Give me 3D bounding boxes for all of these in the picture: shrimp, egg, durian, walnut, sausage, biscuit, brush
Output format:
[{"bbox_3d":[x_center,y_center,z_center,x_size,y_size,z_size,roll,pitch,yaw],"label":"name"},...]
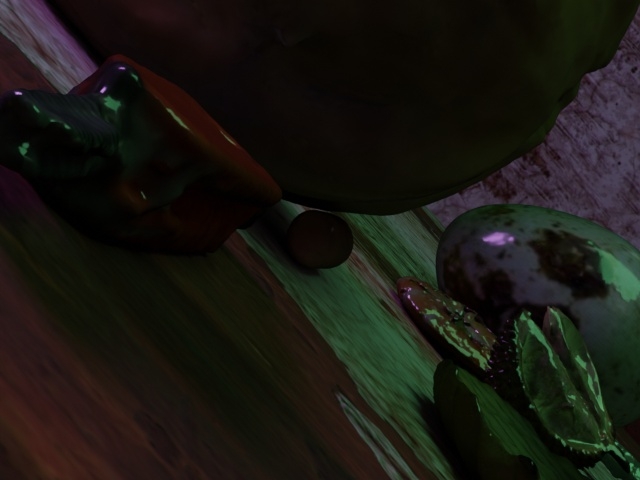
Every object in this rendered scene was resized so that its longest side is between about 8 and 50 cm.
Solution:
[{"bbox_3d":[0.123,0.094,1.246,0.184,0.043,0.091,44,11,17],"label":"shrimp"},{"bbox_3d":[0.195,0.060,1.348,0.231,0.169,0.169,39,7,-5],"label":"egg"},{"bbox_3d":[0.166,0.120,1.170,0.140,0.071,0.110,53,45,2],"label":"durian"},{"bbox_3d":[0.007,-0.196,0.956,0.383,0.383,0.383,48,6,-6],"label":"walnut"},{"bbox_3d":[0.000,0.000,0.949,0.034,0.034,0.083,49,5,7],"label":"sausage"},{"bbox_3d":[0.126,0.144,0.923,0.187,0.036,0.273,50,6,4],"label":"biscuit"},{"bbox_3d":[-0.061,-0.033,0.613,0.070,0.051,0.323,51,6,3],"label":"brush"}]

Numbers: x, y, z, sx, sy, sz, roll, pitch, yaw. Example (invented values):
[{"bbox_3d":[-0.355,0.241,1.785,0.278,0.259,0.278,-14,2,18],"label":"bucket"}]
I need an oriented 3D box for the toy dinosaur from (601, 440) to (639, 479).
[{"bbox_3d":[0.393,0.329,1.487,0.393,0.092,0.205,45,1,-6],"label":"toy dinosaur"}]
